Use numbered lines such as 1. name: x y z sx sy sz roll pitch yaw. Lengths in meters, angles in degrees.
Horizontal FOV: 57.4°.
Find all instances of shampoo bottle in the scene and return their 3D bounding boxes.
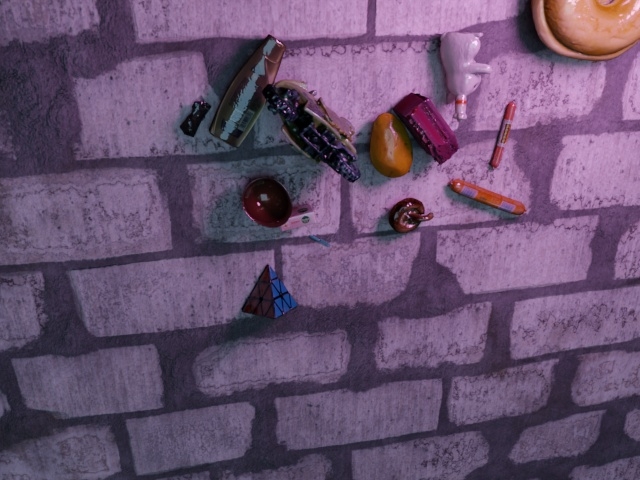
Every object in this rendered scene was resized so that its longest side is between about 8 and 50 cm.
1. shampoo bottle: -0.218 -0.461 1.799 0.125 0.084 0.350 25 106 -24

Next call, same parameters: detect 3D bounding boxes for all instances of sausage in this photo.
1. sausage: 0.613 -0.156 2.134 0.347 0.053 0.053 17 109 -19
2. sausage: 0.645 -0.371 2.056 0.034 0.034 0.253 4 112 -14

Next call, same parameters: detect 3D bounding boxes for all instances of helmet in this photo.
1. helmet: -0.173 -0.125 1.941 0.175 0.106 0.155 38 90 -4

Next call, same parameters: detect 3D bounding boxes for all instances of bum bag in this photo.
1. bum bag: -0.392 -0.381 1.824 0.058 0.034 0.124 27 106 -31

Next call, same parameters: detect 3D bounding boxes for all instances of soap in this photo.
1. soap: 0.354 -0.361 1.930 0.099 0.162 0.250 -42 117 2

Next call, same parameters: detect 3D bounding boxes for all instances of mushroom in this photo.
1. mushroom: 0.324 -0.091 2.087 0.170 0.080 0.135 1 126 -13

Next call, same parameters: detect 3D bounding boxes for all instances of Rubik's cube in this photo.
1. Rubik's cube: -0.173 0.231 2.146 0.190 0.211 0.178 -28 145 37

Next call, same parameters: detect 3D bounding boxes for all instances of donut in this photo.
1. donut: 0.873 -0.775 1.831 0.448 0.198 0.449 -4 114 -9

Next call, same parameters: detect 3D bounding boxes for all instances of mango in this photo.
1. mango: 0.230 -0.314 1.948 0.147 0.109 0.227 -21 116 0

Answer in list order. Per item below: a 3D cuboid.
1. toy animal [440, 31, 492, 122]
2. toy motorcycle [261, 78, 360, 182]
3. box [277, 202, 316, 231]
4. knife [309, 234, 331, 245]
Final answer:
1. toy animal: 0.469 -0.539 1.887 0.138 0.140 0.282 -13 113 3
2. toy motorcycle: -0.024 -0.350 1.812 0.168 0.237 0.410 -37 120 22
3. box: -0.085 -0.080 1.997 0.125 0.089 0.043 -15 116 -7
4. knife: 0.000 0.000 2.097 0.091 0.005 0.014 29 107 -23
